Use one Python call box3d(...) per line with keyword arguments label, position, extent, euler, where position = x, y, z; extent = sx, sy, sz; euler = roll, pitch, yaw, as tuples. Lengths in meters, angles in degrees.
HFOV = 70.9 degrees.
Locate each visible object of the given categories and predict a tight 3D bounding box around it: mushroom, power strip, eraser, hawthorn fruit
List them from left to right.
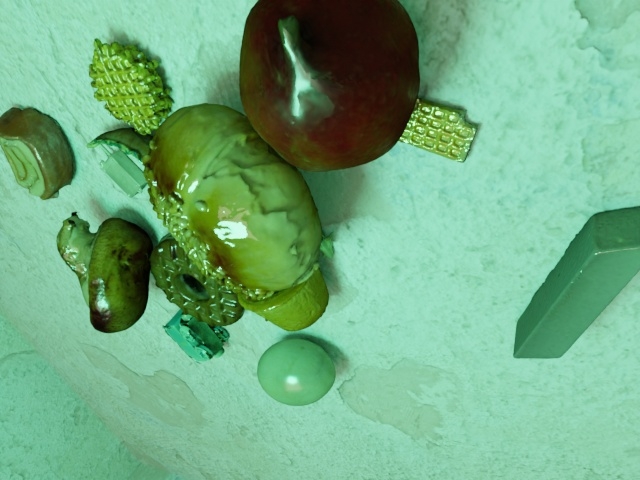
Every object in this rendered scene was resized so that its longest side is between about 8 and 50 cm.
box3d(label="mushroom", position=(-0.634, 0.093, 1.320), extent=(0.259, 0.346, 0.345), euler=(8, 141, -24))
box3d(label="power strip", position=(-0.533, -0.193, 1.195), extent=(0.075, 0.042, 0.175), euler=(-29, 107, 43))
box3d(label="hawthorn fruit", position=(0.015, -0.234, 0.658), extent=(0.294, 0.311, 0.295), euler=(-2, 126, -3))
box3d(label="eraser", position=(0.456, 0.088, 0.801), extent=(0.077, 0.111, 0.353), euler=(21, 134, 11))

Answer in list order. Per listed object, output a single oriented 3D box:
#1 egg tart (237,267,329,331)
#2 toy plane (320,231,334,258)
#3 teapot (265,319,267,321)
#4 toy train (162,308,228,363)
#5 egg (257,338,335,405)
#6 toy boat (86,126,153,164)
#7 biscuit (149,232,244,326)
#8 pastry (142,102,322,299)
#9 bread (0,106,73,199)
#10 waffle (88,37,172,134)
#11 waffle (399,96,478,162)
box3d(label="egg tart", position=(-0.084, 0.116, 1.087), extent=(0.215, 0.215, 0.171), euler=(-5, 134, 33))
box3d(label="toy plane", position=(0.000, 0.000, 1.047), extent=(0.102, 0.040, 0.111), euler=(7, 130, 50))
box3d(label="teapot", position=(-0.160, 0.137, 1.219), extent=(0.116, 0.116, 0.173), euler=(-15, 91, 38))
box3d(label="toy train", position=(-0.414, 0.315, 1.509), extent=(0.163, 0.112, 0.203), euler=(-11, 120, 43))
box3d(label="egg", position=(-0.071, 0.379, 1.300), extent=(0.253, 0.187, 0.187), euler=(-1, 126, 31))
box3d(label="toy boat", position=(-0.432, -0.210, 1.082), extent=(0.292, 0.108, 0.099), euler=(27, 109, 7))
box3d(label="biscuit", position=(-0.347, 0.115, 1.302), extent=(0.331, 0.103, 0.332), euler=(15, 131, 18))
box3d(label="pastry", position=(-0.172, -0.064, 0.869), extent=(0.410, 0.245, 0.409), euler=(49, 168, 14))
box3d(label="bread", position=(-0.786, -0.230, 1.258), extent=(0.190, 0.123, 0.244), euler=(14, 133, 18))
box3d(label="waffle", position=(-0.420, -0.334, 0.995), extent=(0.193, 0.070, 0.197), euler=(31, 138, 3))
box3d(label="waffle", position=(0.200, -0.194, 0.779), extent=(0.134, 0.021, 0.092), euler=(21, 134, 14))
